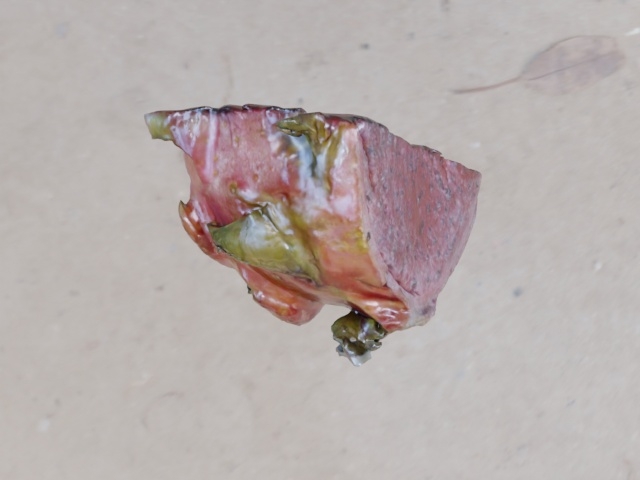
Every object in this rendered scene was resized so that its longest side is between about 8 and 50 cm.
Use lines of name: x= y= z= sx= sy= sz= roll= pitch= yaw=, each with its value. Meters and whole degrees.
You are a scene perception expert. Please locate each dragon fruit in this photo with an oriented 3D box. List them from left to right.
dragon fruit: x=0.000 y=0.000 z=0.638 sx=0.102 sy=0.147 sz=0.096 roll=10 pitch=87 yaw=40
